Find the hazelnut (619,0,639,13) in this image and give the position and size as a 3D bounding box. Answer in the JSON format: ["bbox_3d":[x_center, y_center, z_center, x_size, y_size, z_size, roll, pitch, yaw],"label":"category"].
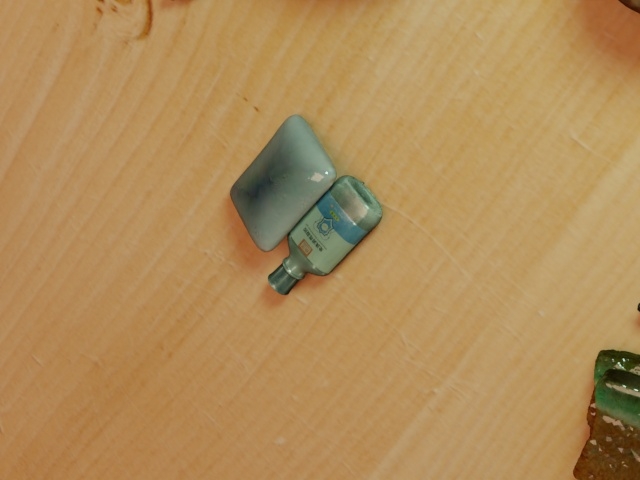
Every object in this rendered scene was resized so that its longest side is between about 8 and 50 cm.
[{"bbox_3d":[0.416,-0.340,1.356,0.214,0.214,0.176,20,148,25],"label":"hazelnut"}]

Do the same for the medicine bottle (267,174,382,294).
[{"bbox_3d":[0.000,0.000,1.712,0.208,0.053,0.090,-46,75,26],"label":"medicine bottle"}]

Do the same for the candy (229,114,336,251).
[{"bbox_3d":[-0.057,-0.083,1.715,0.174,0.071,0.138,-47,53,25],"label":"candy"}]

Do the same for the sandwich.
[{"bbox_3d":[0.434,0.271,1.485,0.212,0.109,0.292,-39,79,27],"label":"sandwich"}]

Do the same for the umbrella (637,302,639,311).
[{"bbox_3d":[0.506,0.142,1.457,0.236,0.059,0.066,46,133,17],"label":"umbrella"}]
